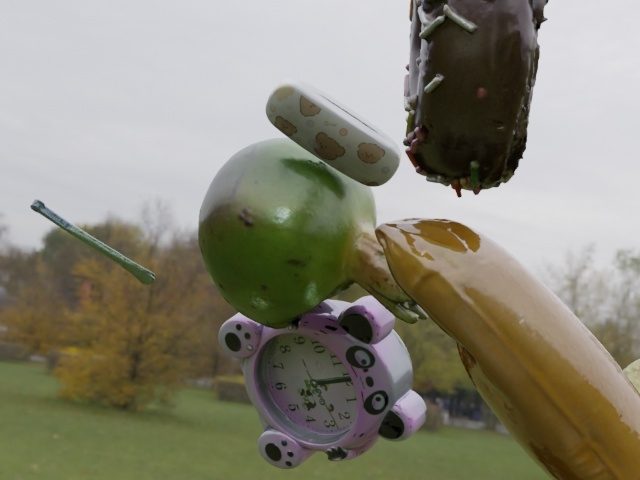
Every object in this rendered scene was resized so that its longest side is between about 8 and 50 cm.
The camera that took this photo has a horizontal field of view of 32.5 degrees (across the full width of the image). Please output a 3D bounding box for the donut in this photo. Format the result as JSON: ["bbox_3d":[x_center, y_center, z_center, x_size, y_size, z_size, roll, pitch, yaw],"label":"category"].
[{"bbox_3d":[0.125,-0.172,0.940,0.103,0.269,0.269,3,-7,0],"label":"donut"}]

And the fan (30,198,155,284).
[{"bbox_3d":[-0.304,0.002,1.474,0.193,0.016,0.038,35,-28,-18],"label":"fan"}]

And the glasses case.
[{"bbox_3d":[0.015,-0.119,1.217,0.164,0.041,0.063,34,-55,-7],"label":"glasses case"}]

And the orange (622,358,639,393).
[{"bbox_3d":[0.406,0.234,1.229,0.179,0.158,0.237,-11,15,3],"label":"orange"}]

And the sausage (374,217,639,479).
[{"bbox_3d":[0.176,0.097,0.949,0.354,0.116,0.134,48,15,-25],"label":"sausage"}]

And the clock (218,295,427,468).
[{"bbox_3d":[0.004,0.178,1.427,0.248,0.227,0.090,-13,12,36],"label":"clock"}]

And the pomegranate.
[{"bbox_3d":[0.000,0.000,1.299,0.302,0.235,0.236,18,-2,27],"label":"pomegranate"}]
